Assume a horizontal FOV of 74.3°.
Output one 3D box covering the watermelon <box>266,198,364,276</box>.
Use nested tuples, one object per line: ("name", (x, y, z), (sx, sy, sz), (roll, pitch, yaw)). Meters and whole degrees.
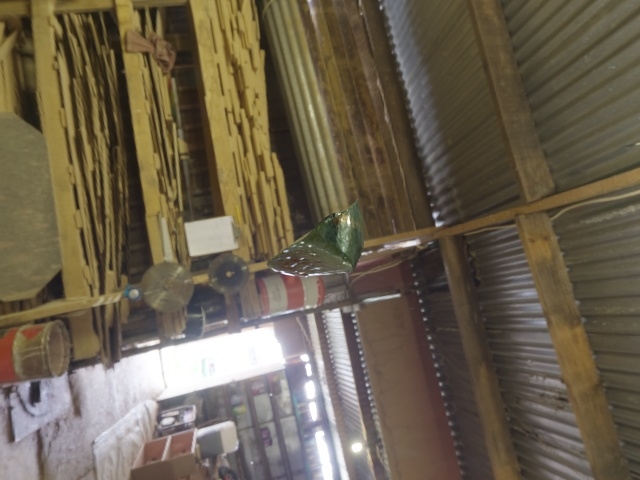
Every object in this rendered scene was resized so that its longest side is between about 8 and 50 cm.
("watermelon", (0.009, -0.001, 0.524), (0.094, 0.180, 0.081), (-1, -72, 41))
